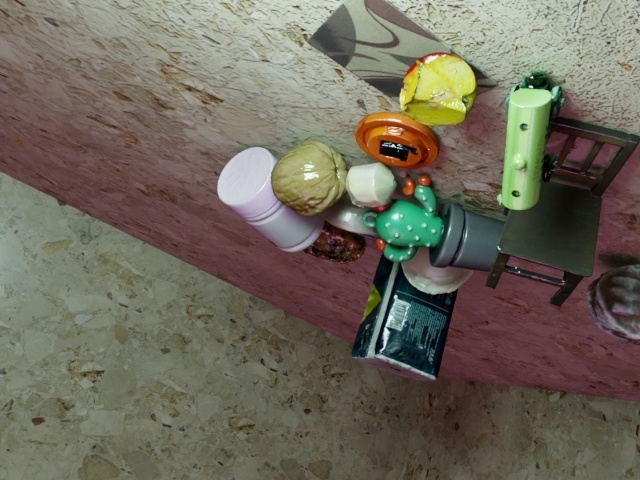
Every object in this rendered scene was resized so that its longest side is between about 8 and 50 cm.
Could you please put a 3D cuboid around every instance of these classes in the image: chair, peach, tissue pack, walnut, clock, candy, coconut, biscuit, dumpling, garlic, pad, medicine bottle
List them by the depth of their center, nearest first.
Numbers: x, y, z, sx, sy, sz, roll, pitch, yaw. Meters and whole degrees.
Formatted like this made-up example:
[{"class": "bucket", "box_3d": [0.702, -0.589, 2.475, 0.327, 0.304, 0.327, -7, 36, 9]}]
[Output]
[{"class": "peach", "box_3d": [0.221, -0.280, 1.046, 0.151, 0.118, 0.151, 5, 120, 9]}, {"class": "pad", "box_3d": [0.155, -0.349, 1.099, 0.330, 0.004, 0.220, 27, 159, -21]}, {"class": "chair", "box_3d": [0.515, -0.042, 1.236, 0.203, 0.240, 0.416, 17, 161, 13]}, {"class": "clock", "box_3d": [0.180, -0.230, 1.325, 0.205, 0.051, 0.205, 18, 161, 7]}, {"class": "coconut", "box_3d": [0.137, -0.142, 1.437, 0.122, 0.116, 0.116, -1, 153, 32]}, {"class": "walnut", "box_3d": [-0.032, -0.165, 1.491, 0.213, 0.213, 0.213, 17, 160, 6]}, {"class": "candy", "box_3d": [0.879, 0.179, 1.522, 0.290, 0.214, 0.157, 14, 161, 5]}, {"class": "garlic", "box_3d": [0.141, -0.071, 1.688, 0.318, 0.112, 0.143, 19, -164, -12]}, {"class": "medicine bottle", "box_3d": [-0.143, -0.117, 1.698, 0.202, 0.202, 0.316, 5, 156, 34]}, {"class": "dumpling", "box_3d": [0.379, 0.095, 1.839, 0.216, 0.166, 0.126, 21, 180, -12]}, {"class": "tissue pack", "box_3d": [0.307, 0.255, 1.970, 0.264, 0.416, 0.253, 21, 163, -12]}, {"class": "biscuit", "box_3d": [0.000, 0.002, 2.068, 0.334, 0.081, 0.289, 19, 159, 4]}]

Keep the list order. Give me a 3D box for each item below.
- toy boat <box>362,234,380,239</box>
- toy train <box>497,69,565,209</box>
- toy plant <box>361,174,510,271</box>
[{"class": "toy boat", "box_3d": [0.144, -0.044, 1.853, 0.210, 0.052, 0.104, 19, 163, 5]}, {"class": "toy train", "box_3d": [0.382, -0.175, 1.037, 0.105, 0.157, 0.253, 13, 131, 26]}, {"class": "toy plant", "box_3d": [0.309, -0.018, 1.545, 0.400, 0.185, 0.279, 13, 153, -5]}]
